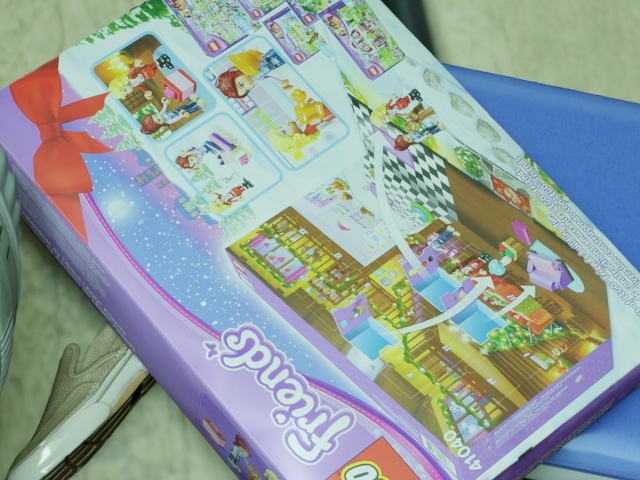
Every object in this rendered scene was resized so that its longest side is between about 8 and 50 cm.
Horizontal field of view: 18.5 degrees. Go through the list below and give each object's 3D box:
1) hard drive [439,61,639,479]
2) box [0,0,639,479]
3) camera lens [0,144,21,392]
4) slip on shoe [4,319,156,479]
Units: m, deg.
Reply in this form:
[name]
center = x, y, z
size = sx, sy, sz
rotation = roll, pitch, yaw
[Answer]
[hard drive]
center = 0.137, 0.023, 0.997
size = 0.319, 0.040, 0.210
rotation = 11, 63, -1
[box]
center = 0.000, 0.000, 0.935
size = 0.201, 0.057, 0.293
rotation = -34, 72, -22
[camera lens]
center = -0.233, 0.062, 0.703
size = 0.219, 0.219, 0.274
rotation = 11, 38, -1
[slip on shoe]
center = -0.109, 0.068, 0.938
size = 0.041, 0.051, 0.135
rotation = 39, 62, 7
